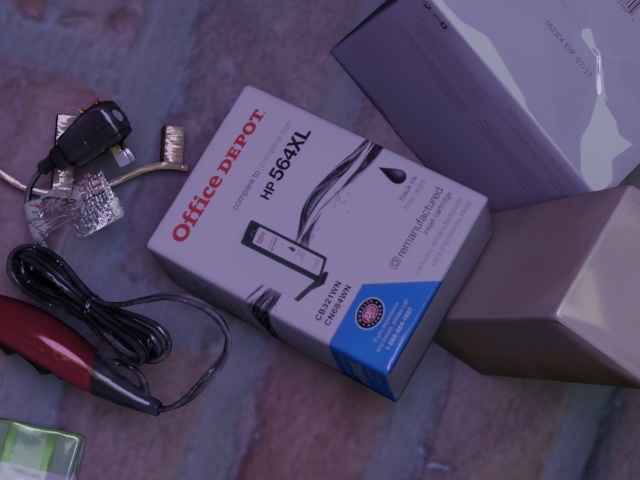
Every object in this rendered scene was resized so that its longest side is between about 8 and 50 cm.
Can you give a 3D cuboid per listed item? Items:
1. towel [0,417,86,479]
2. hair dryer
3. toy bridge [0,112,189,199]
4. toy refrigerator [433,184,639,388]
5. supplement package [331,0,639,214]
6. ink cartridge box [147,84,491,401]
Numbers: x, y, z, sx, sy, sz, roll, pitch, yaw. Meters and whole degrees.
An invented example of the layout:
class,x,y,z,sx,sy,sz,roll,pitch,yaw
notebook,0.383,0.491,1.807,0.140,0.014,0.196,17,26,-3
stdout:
class,x,y,z,sx,sy,sz,roll,pitch,yaw
towel,-0.240,0.204,0.885,0.113,0.023,0.152,15,82,-15
hair dryer,-0.229,0.047,0.837,0.294,0.080,0.223,-24,78,5
toy bridge,-0.191,-0.062,0.915,0.188,0.026,0.063,5,87,-16
toy refrigerator,0.165,0.040,0.883,0.094,0.269,0.102,35,77,-12
supplement package,0.148,-0.136,0.925,0.149,0.203,0.194,-43,99,-15
ink cartridge box,0.000,0.000,0.889,0.203,0.086,0.148,26,77,17
